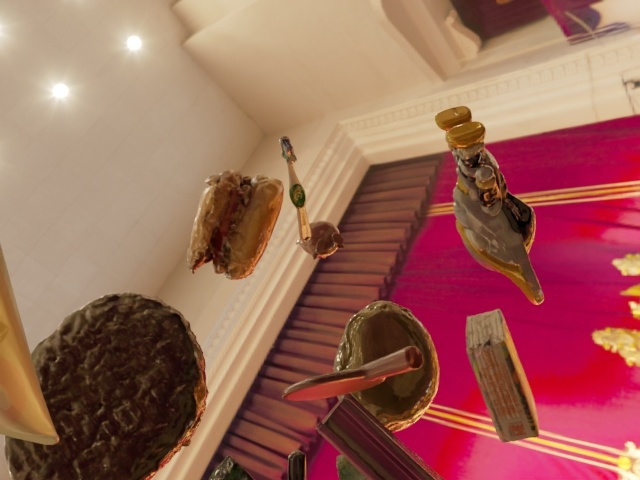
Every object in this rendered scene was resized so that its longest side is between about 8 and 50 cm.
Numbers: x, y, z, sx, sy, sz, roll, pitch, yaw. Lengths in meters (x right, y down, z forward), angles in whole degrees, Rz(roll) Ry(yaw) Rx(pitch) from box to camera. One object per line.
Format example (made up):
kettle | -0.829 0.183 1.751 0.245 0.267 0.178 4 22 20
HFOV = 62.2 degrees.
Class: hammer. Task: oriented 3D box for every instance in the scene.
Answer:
hammer | -0.046 0.682 1.343 0.037 0.137 0.290 27 -120 -82

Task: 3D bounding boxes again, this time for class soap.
soap | 0.090 0.307 0.750 0.203 0.122 0.065 41 -97 11

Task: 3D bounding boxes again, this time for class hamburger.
hamburger | -0.178 -0.032 1.097 0.163 0.244 0.245 16 -104 -15

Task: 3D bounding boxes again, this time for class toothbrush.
toothbrush | -0.041 -0.078 0.939 0.304 0.030 0.030 81 -149 -61

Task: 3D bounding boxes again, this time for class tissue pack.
tissue pack | 0.140 0.104 0.413 0.083 0.035 0.063 68 -161 -9

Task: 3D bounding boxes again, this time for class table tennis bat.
table tennis bat | 0.030 0.128 0.486 0.098 0.154 0.019 11 -123 -40

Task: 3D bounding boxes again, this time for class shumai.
shumai | -0.381 0.344 1.063 0.395 0.395 0.348 -61 -20 -27

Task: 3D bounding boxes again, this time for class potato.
potato | 0.113 0.223 0.928 0.177 0.160 0.235 -10 -85 -17

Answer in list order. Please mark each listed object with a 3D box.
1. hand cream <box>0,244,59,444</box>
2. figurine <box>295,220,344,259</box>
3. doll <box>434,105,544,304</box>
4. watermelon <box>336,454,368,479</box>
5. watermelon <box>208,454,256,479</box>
hand cream | -0.231 0.023 0.294 0.147 0.306 0.093 13 -139 -5
figurine | 0.000 0.000 1.591 0.125 0.138 0.125 -2 -86 -24
doll | 0.240 -0.040 0.742 0.103 0.145 0.316 -39 -54 -9
watermelon | 0.145 0.570 1.130 0.139 0.193 0.257 -24 -45 0
watermelon | -0.206 0.692 1.374 0.202 0.136 0.207 36 -80 -20
